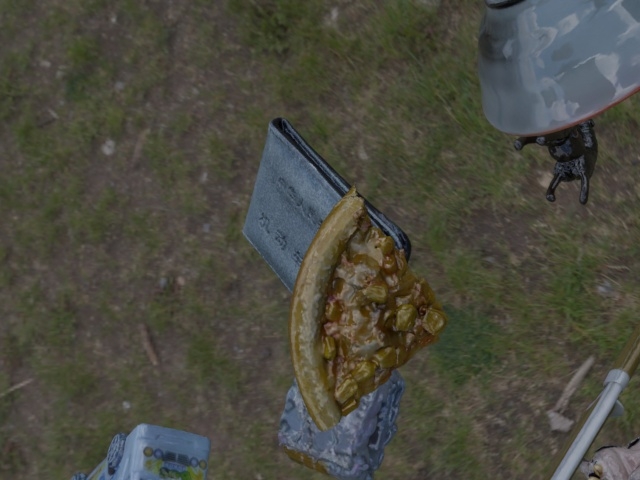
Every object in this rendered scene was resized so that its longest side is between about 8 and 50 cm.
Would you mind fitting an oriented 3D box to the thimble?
[{"bbox_3d":[0.028,0.211,1.123,0.118,0.127,0.151,16,71,20],"label":"thimble"}]

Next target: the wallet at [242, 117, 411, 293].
[{"bbox_3d":[-0.002,0.001,0.939,0.222,0.036,0.167,48,139,29],"label":"wallet"}]

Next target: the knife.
[{"bbox_3d":[0.178,0.109,0.583,0.022,0.046,0.256,34,67,11],"label":"knife"}]

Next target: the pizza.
[{"bbox_3d":[0.038,0.056,0.672,0.041,0.131,0.178,11,81,69],"label":"pizza"}]

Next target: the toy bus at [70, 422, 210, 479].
[{"bbox_3d":[-0.252,0.346,1.171,0.330,0.109,0.135,-45,33,45],"label":"toy bus"}]

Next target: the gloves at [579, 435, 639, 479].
[{"bbox_3d":[0.380,0.278,1.084,0.144,0.110,0.094,-18,120,4],"label":"gloves"}]

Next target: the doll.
[{"bbox_3d":[0.341,-0.132,1.274,0.057,0.165,0.139,-14,121,43],"label":"doll"}]

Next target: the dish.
[{"bbox_3d":[0.197,-0.202,0.678,0.085,0.260,0.260,40,105,-21],"label":"dish"}]
